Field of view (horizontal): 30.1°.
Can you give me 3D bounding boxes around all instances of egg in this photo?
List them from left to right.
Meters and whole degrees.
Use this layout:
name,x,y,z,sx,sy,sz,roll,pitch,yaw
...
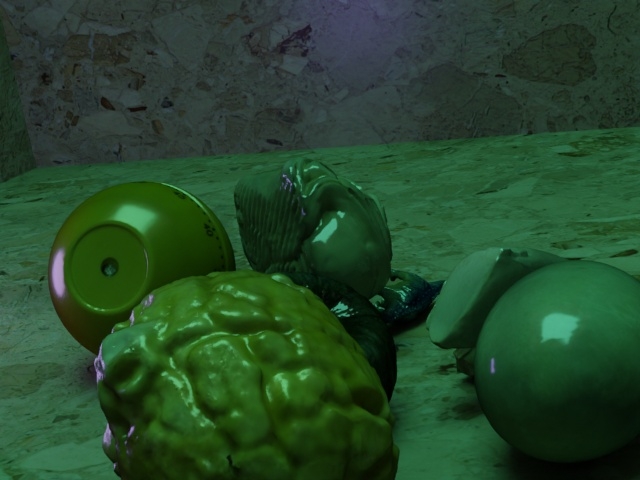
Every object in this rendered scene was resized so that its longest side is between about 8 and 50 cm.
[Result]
name,x,y,z,sx,sy,sz,roll,pitch,yaw
egg,0.337,0.157,1.586,0.258,0.258,0.352,0,16,30

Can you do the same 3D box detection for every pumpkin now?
name,x,y,z,sx,sy,sz,roll,pitch,yaw
pumpkin,-0.024,0.166,1.758,0.300,0.207,0.300,16,27,-8

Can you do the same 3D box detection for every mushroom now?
name,x,y,z,sx,sy,sz,roll,pitch,yaw
mushroom,0.347,0.089,1.814,0.407,0.154,0.137,3,1,-31

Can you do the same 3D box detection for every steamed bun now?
name,x,y,z,sx,sy,sz,roll,pitch,yaw
steamed bun,0.002,0.010,2.114,0.219,0.310,0.324,-10,-3,-27

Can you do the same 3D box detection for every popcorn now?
name,x,y,z,sx,sy,sz,roll,pitch,yaw
popcorn,-0.093,0.199,1.447,0.390,0.344,0.354,8,62,14

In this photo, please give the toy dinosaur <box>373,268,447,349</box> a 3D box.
name,x,y,z,sx,sy,sz,roll,pitch,yaw
toy dinosaur,0.155,0.108,2.191,0.147,0.076,0.363,7,20,36

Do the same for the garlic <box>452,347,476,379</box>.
name,x,y,z,sx,sy,sz,roll,pitch,yaw
garlic,0.301,0.151,1.927,0.115,0.128,0.206,22,19,17

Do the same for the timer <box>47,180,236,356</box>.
name,x,y,z,sx,sy,sz,roll,pitch,yaw
timer,-0.308,0.068,2.201,0.376,0.376,0.387,-4,-6,17
